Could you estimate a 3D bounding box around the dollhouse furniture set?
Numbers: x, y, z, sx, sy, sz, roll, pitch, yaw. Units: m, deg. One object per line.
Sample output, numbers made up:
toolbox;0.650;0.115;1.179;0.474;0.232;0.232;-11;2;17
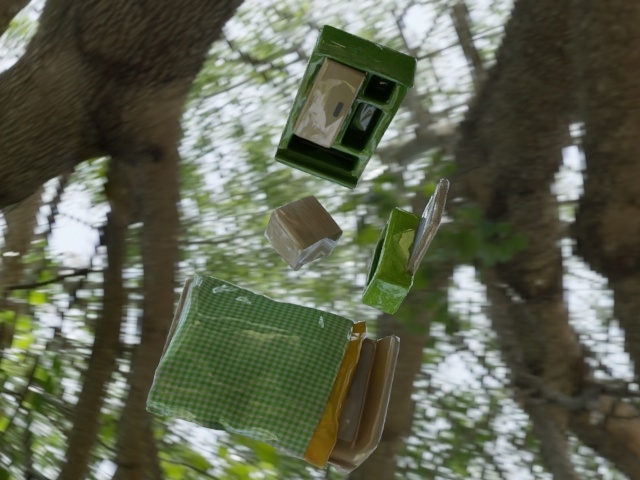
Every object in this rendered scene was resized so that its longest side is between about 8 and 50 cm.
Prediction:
dollhouse furniture set;0.000;0.000;0.630;0.076;0.058;0.152;21;-135;-5
